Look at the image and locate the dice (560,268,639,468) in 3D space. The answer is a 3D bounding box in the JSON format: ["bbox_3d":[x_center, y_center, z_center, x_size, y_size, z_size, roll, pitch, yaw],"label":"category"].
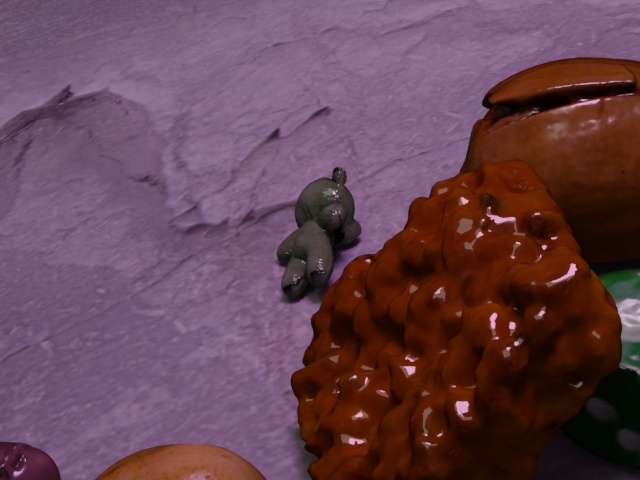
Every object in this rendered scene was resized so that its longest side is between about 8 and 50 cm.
[{"bbox_3d":[0.268,0.107,1.145,0.128,0.120,0.131,10,41,38],"label":"dice"}]

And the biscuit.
[{"bbox_3d":[0.100,0.090,1.150,0.318,0.110,0.312,-53,26,21],"label":"biscuit"}]

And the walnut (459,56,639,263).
[{"bbox_3d":[0.304,-0.077,1.326,0.336,0.209,0.209,3,38,12],"label":"walnut"}]

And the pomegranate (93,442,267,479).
[{"bbox_3d":[-0.104,0.257,1.031,0.207,0.207,0.207,-12,34,8],"label":"pomegranate"}]

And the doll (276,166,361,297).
[{"bbox_3d":[0.000,0.000,1.478,0.115,0.077,0.150,-39,26,46],"label":"doll"}]

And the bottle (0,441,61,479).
[{"bbox_3d":[-0.351,0.228,1.269,0.233,0.110,0.110,0,38,23],"label":"bottle"}]
